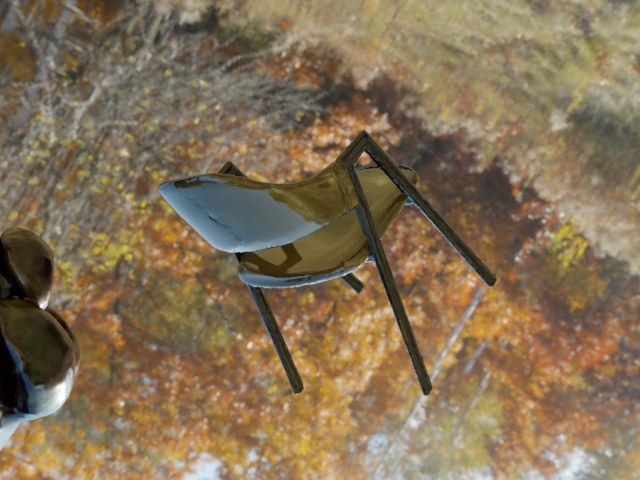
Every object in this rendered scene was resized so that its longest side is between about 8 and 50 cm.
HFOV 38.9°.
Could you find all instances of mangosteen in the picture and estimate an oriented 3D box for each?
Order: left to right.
[{"bbox_3d":[-0.270,0.066,0.603,0.210,0.210,0.210,30,-173,-4],"label":"mangosteen"}]

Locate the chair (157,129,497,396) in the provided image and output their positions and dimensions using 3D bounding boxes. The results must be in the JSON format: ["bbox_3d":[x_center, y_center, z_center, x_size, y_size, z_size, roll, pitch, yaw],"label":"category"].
[{"bbox_3d":[0.000,0.000,0.737,0.159,0.172,0.247,-7,125,43],"label":"chair"}]
